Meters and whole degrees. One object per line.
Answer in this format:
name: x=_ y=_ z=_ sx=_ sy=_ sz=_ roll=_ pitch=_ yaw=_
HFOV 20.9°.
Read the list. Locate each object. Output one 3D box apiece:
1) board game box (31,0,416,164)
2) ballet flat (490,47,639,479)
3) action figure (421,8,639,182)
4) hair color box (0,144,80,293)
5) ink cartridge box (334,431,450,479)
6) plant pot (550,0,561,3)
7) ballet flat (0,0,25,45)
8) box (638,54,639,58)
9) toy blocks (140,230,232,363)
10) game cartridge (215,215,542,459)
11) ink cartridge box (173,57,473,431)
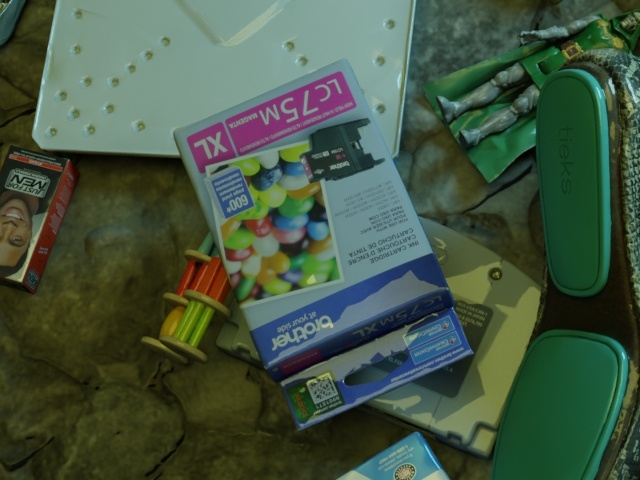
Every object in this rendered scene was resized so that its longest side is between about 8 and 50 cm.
board game box: x=-0.087 y=-0.261 z=1.859 sx=0.390 sy=0.050 sz=0.390 roll=3 pitch=72 yaw=12
ballet flat: x=0.274 y=0.070 z=1.596 sx=0.164 sy=0.182 sz=0.483 roll=8 pitch=93 yaw=56
action figure: x=0.233 y=-0.171 z=1.765 sx=0.232 sy=0.063 sz=0.137 roll=-30 pitch=65 yaw=-5
hair color box: x=-0.312 y=-0.022 z=1.818 sx=0.072 sy=0.043 sz=0.141 roll=14 pitch=74 yaw=14
ink cartridge box: x=0.085 y=0.297 z=1.611 sx=0.139 sy=0.082 sz=0.191 roll=-32 pitch=67 yaw=-2
plant pot: x=0.248 y=-0.312 z=1.797 sx=0.081 sy=0.083 sz=0.081 roll=-35 pitch=67 yaw=-3
ballet flat: x=-0.338 y=-0.313 z=1.914 sx=0.072 sy=0.068 sz=0.213 roll=15 pitch=74 yaw=15
box: x=0.361 y=-0.085 z=1.655 sx=0.021 sy=0.164 sz=0.201 roll=-27 pitch=67 yaw=-21
toy blocks: x=-0.114 y=0.046 z=1.720 sx=0.054 sy=0.123 sz=0.148 roll=29 pitch=76 yaw=-16
game cartridge: x=0.068 y=0.072 z=1.711 sx=0.297 sy=0.062 sz=0.198 roll=21 pitch=72 yaw=17
ink cartridge box: x=0.000 y=0.000 z=1.617 sx=0.186 sy=0.065 sz=0.311 roll=-23 pitch=69 yaw=2
